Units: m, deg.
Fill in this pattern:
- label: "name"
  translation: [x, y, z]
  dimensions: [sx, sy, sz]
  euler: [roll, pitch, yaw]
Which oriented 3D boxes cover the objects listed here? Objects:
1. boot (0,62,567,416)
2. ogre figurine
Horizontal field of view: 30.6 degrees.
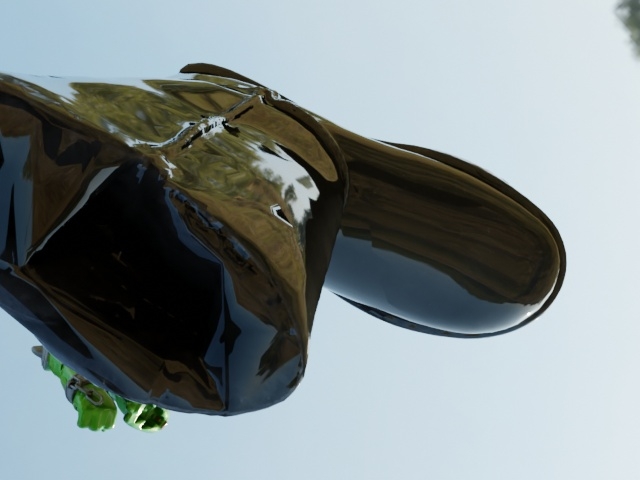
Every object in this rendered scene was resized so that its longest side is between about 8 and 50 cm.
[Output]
- label: "boot"
  translation: [-0.002, 0.000, 0.739]
  dimensions: [0.366, 0.146, 0.445]
  euler: [22, -171, 3]
- label: "ogre figurine"
  translation: [-0.156, 0.105, 0.980]
  dimensions: [0.118, 0.097, 0.197]
  euler: [29, -141, 28]
